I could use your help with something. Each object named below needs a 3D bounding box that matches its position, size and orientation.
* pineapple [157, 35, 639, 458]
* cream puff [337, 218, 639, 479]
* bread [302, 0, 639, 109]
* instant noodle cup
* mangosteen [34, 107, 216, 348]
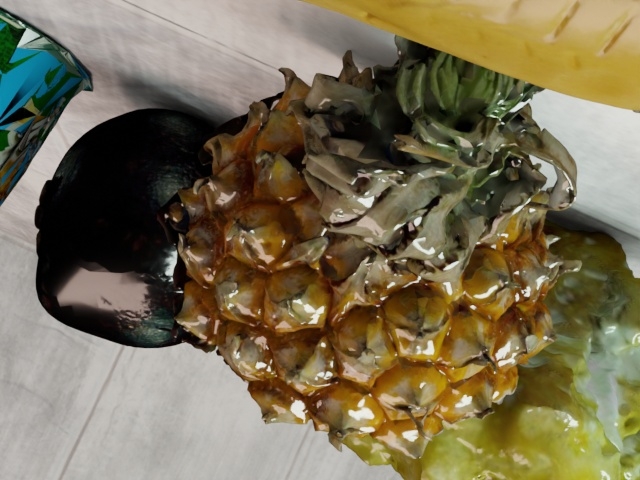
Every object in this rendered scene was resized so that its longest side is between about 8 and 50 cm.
[{"bbox_3d":[0.048,-0.030,0.848,0.263,0.262,0.271,25,158,0],"label":"pineapple"},{"bbox_3d":[0.131,0.106,1.093,0.282,0.185,0.281,11,-147,-7],"label":"cream puff"},{"bbox_3d":[0.032,-0.133,0.633,0.305,0.091,0.142,21,164,14],"label":"bread"},{"bbox_3d":[-0.343,-0.114,1.365,0.240,0.178,0.240,23,170,4],"label":"instant noodle cup"},{"bbox_3d":[-0.129,-0.009,1.350,0.243,0.243,0.243,24,170,4],"label":"mangosteen"}]
